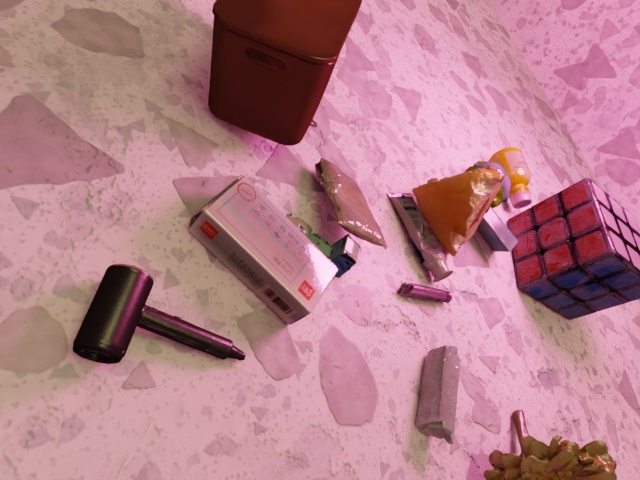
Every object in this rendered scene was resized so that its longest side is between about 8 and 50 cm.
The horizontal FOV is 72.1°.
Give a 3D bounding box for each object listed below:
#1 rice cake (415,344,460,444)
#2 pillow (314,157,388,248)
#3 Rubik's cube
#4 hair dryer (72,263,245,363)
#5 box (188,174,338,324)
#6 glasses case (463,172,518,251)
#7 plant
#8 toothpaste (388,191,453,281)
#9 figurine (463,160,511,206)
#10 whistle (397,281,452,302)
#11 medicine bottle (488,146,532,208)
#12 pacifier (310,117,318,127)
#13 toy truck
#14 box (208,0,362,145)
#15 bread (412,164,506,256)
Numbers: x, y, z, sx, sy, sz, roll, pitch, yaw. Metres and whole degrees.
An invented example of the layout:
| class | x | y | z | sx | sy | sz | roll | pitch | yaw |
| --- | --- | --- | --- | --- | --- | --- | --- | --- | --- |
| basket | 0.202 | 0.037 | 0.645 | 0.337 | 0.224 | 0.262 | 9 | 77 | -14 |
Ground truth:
| class | x | y | z | sx | sy | sz | roll | pitch | yaw |
| --- | --- | --- | --- | --- | --- | --- | --- | --- | --- |
| rice cake | 0.252 | 0.320 | 0.938 | 0.063 | 0.069 | 0.207 | 39 | 49 | -18 |
| pillow | 0.066 | -0.084 | 1.002 | 0.148 | 0.050 | 0.230 | 21 | 36 | -33 |
| Rubik's cube | 0.841 | 0.040 | 1.435 | 0.300 | 0.305 | 0.304 | 28 | 51 | -26 |
| hair dryer | -0.220 | 0.147 | 0.657 | 0.255 | 0.070 | 0.128 | 32 | 48 | -27 |
| box | -0.101 | 0.015 | 0.818 | 0.269 | 0.079 | 0.135 | 45 | 44 | -9 |
| glasses case | 0.497 | -0.084 | 1.359 | 0.056 | 0.105 | 0.266 | -39 | 93 | -4 |
| plant | 0.453 | 0.514 | 0.939 | 0.261 | 0.297 | 0.306 | -19 | 121 | -22 |
| toothpaste | 0.265 | -0.018 | 1.171 | 0.096 | 0.061 | 0.266 | -2 | 59 | -39 |
| figurine | 0.548 | -0.191 | 1.455 | 0.162 | 0.143 | 0.263 | 57 | 27 | -6 |
| whistle | 0.259 | 0.129 | 1.082 | 0.176 | 0.033 | 0.033 | 15 | 56 | -33 |
| medicine bottle | 0.703 | -0.222 | 1.603 | 0.121 | 0.121 | 0.213 | 11 | 58 | -35 |
| pacifier | -0.049 | -0.295 | 1.080 | 0.083 | 0.068 | 0.064 | 36 | 80 | -17 |
| toy truck | 0.000 | 0.000 | 0.911 | 0.175 | 0.081 | 0.067 | 35 | 45 | -18 |
| box | -0.082 | -0.405 | 0.948 | 0.239 | 0.229 | 0.340 | 22 | 49 | -5 |
| bread | 0.412 | -0.093 | 1.194 | 0.183 | 0.211 | 0.224 | -28 | 97 | -41 |
